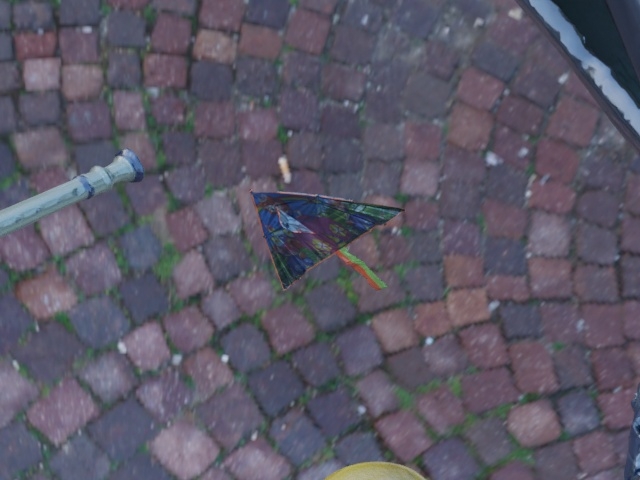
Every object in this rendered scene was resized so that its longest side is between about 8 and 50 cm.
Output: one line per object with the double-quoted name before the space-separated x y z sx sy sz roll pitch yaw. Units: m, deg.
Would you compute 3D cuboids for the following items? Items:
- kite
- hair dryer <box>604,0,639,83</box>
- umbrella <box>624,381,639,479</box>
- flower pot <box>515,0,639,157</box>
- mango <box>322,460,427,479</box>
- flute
"kite" 0.000 0.000 1.178 0.159 0.190 0.010 32 52 -19
"hair dryer" 0.299 -0.174 0.865 0.255 0.070 0.128 -24 86 -19
"umbrella" 0.278 0.203 1.106 0.080 0.071 0.224 39 52 -16
"flower pot" 0.286 -0.217 0.933 0.251 0.379 0.379 37 67 12
"mango" 0.022 0.310 1.289 0.227 0.109 0.147 -44 115 -10
"flute" -0.201 -0.009 0.824 0.027 0.027 0.233 49 46 12
